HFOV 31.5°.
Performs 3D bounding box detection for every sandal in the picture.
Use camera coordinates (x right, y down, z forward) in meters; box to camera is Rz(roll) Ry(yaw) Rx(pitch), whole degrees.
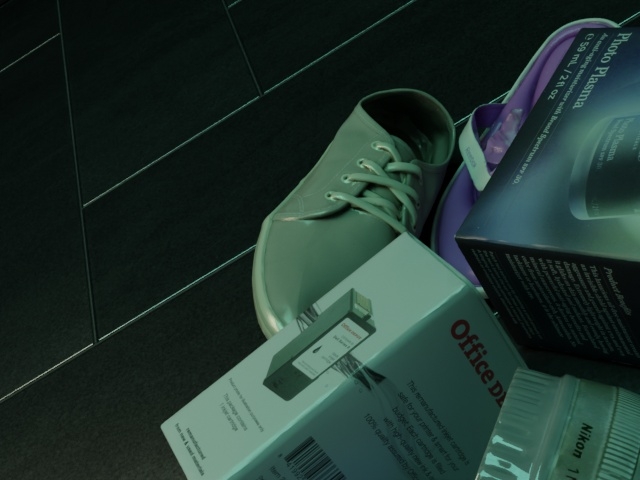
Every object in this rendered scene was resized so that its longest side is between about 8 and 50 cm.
[{"bbox_3d":[0.223,-0.117,1.280,0.169,0.102,0.416,1,50,39],"label":"sandal"}]

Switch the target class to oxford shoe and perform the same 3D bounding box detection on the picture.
[{"bbox_3d":[0.047,-0.031,1.222,0.130,0.169,0.449,-49,9,40],"label":"oxford shoe"}]

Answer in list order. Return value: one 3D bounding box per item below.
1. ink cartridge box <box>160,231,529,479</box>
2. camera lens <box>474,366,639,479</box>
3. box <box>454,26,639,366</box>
[{"bbox_3d":[0.040,0.167,1.026,0.289,0.211,0.121,-38,35,-4],"label":"ink cartridge box"},{"bbox_3d":[0.225,0.223,0.741,0.274,0.219,0.219,20,58,12],"label":"camera lens"},{"bbox_3d":[0.336,-0.044,1.047,0.294,0.183,0.296,8,55,42],"label":"box"}]
